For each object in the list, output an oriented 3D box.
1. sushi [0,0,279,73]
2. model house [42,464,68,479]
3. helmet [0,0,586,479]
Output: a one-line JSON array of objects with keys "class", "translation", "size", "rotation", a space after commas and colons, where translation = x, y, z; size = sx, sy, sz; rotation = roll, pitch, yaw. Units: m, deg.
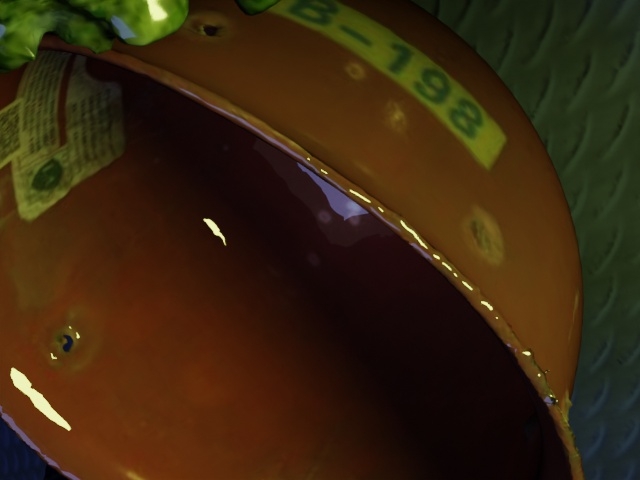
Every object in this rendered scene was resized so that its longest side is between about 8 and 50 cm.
[{"class": "sushi", "translation": [-0.129, -0.197, 0.658], "size": [0.352, 0.294, 0.178], "rotation": [7, 136, 44]}, {"class": "model house", "translation": [-0.084, 0.153, 1.102], "size": [0.170, 0.211, 0.194], "rotation": [53, 146, -10]}, {"class": "helmet", "translation": [0.000, 0.000, 0.804], "size": [0.385, 0.230, 0.337], "rotation": [33, 140, 5]}]
